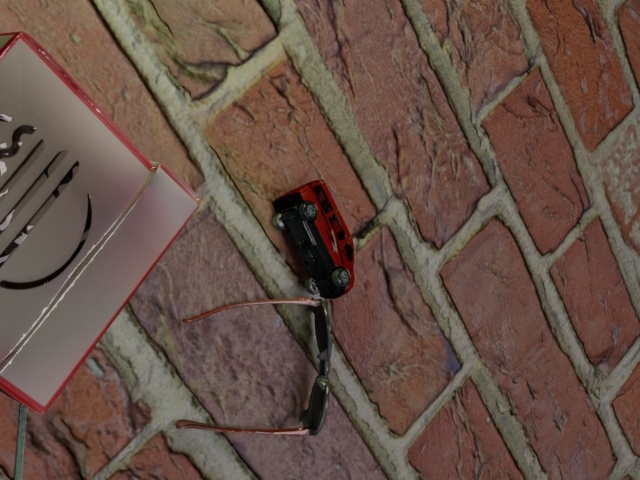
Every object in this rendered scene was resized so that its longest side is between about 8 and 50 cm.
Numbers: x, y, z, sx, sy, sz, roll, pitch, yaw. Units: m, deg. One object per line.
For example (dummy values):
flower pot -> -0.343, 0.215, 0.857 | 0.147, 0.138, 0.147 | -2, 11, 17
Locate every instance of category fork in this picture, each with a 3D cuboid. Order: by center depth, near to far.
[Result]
fork -> -0.424, 0.347, 1.262 | 0.039, 0.021, 0.235 | 3, 92, -41

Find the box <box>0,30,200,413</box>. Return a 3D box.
box -> -0.398, -0.033, 1.058 | 0.314, 0.312, 0.300 | -56, 129, -20

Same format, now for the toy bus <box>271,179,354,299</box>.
toy bus -> 0.000, 0.000, 1.510 | 0.089, 0.081, 0.195 | -33, 99, -45

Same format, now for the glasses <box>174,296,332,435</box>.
glasses -> -0.108, 0.206, 1.491 | 0.268, 0.118, 0.234 | 4, 93, -18
